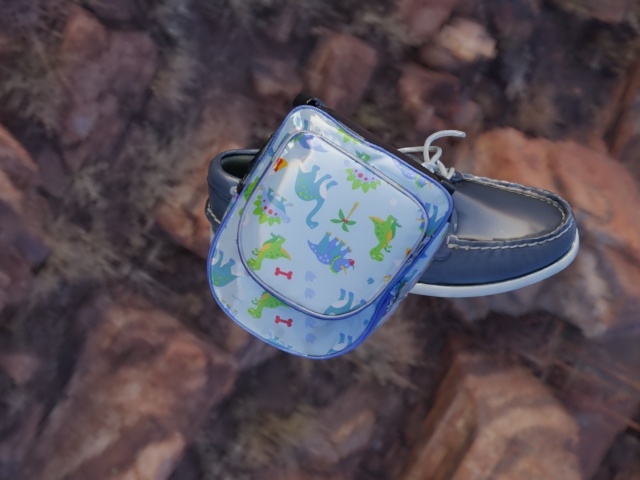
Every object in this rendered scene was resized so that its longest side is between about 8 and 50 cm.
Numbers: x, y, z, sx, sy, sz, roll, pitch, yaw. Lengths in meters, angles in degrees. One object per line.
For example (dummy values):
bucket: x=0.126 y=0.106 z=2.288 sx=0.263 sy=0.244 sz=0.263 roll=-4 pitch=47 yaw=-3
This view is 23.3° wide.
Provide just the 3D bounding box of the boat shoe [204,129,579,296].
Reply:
boat shoe: x=0.049 y=-0.024 z=1.048 sx=0.095 sy=0.254 sz=0.079 roll=-77 pitch=170 yaw=-49

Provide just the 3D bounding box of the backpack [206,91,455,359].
backpack: x=0.000 y=0.000 z=0.776 sx=0.114 sy=0.105 sz=0.084 roll=-58 pitch=175 yaw=10
